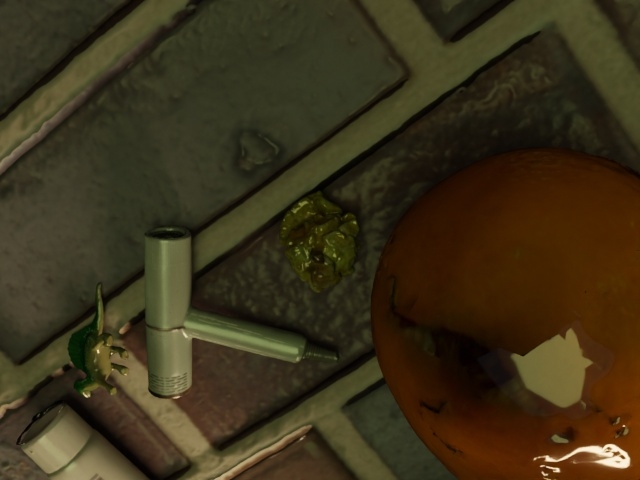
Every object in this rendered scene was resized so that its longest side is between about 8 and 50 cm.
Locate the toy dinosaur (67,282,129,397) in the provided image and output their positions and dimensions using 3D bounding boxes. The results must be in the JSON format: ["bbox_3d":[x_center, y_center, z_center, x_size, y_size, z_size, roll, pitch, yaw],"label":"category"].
[{"bbox_3d":[-0.214,0.098,0.709,0.061,0.029,0.119,5,108,21],"label":"toy dinosaur"}]

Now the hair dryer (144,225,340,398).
[{"bbox_3d":[-0.065,0.068,0.676,0.183,0.044,0.154,2,110,1],"label":"hair dryer"}]

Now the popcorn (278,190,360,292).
[{"bbox_3d":[-0.003,0.001,0.634,0.060,0.068,0.083,-11,82,-32],"label":"popcorn"}]

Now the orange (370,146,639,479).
[{"bbox_3d":[0.153,0.057,0.533,0.246,0.246,0.246,2,108,6],"label":"orange"}]

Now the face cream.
[{"bbox_3d":[-0.190,0.259,0.745,0.092,0.058,0.243,-36,106,10],"label":"face cream"}]
